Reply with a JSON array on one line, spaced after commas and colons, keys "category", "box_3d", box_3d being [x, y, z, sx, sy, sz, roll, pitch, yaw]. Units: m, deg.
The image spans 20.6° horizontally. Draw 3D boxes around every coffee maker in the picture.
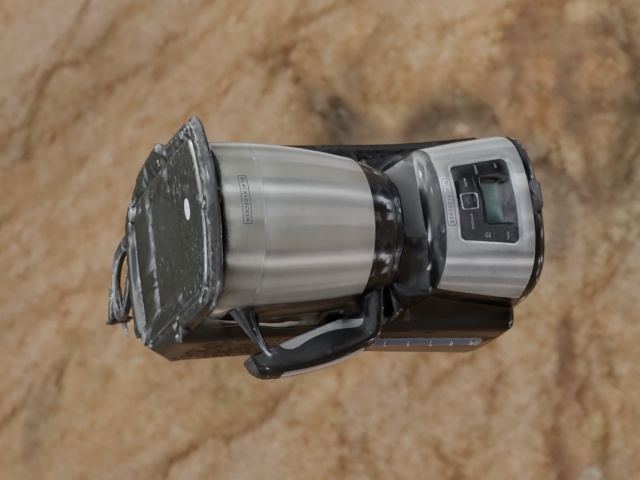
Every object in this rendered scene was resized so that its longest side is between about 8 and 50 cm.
[{"category": "coffee maker", "box_3d": [0.000, 0.000, 0.886, 0.171, 0.178, 0.120, -169, 80, -67]}]
